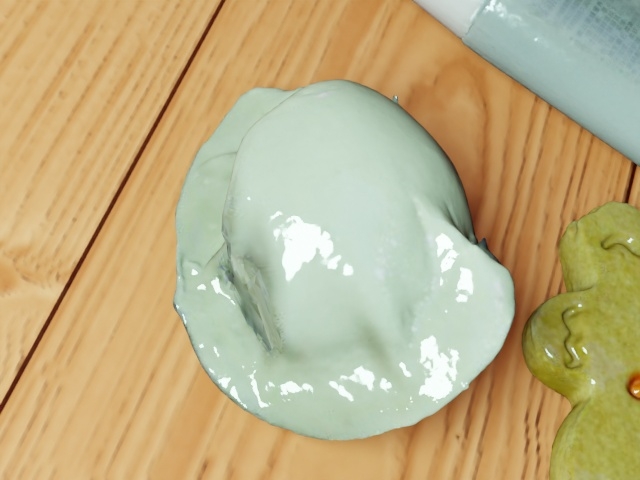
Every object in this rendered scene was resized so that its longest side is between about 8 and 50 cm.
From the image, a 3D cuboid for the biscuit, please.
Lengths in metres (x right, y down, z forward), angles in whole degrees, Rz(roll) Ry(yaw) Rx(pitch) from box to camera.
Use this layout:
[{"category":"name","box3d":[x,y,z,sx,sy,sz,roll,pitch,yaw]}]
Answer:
[{"category":"biscuit","box3d":[0.176,0.087,0.575,0.166,0.036,0.225,20,59,-13]}]

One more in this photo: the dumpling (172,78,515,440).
[{"category":"dumpling","box3d":[0.001,0.001,0.521,0.150,0.092,0.176,-33,84,-18]}]

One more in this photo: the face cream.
[{"category":"face cream","box3d":[0.167,-0.106,0.648,0.269,0.073,0.107,36,52,-1]}]
